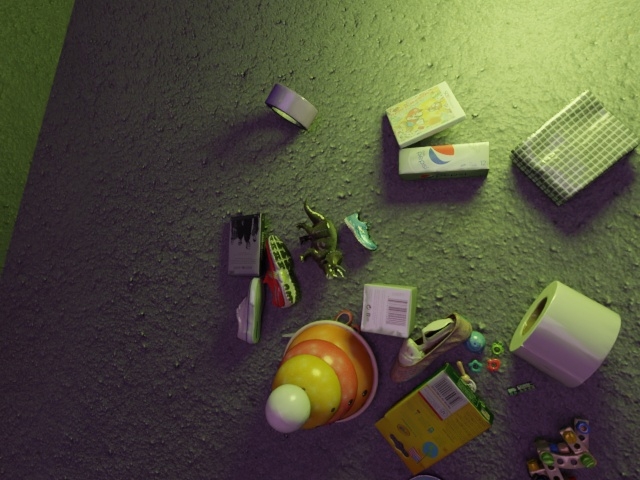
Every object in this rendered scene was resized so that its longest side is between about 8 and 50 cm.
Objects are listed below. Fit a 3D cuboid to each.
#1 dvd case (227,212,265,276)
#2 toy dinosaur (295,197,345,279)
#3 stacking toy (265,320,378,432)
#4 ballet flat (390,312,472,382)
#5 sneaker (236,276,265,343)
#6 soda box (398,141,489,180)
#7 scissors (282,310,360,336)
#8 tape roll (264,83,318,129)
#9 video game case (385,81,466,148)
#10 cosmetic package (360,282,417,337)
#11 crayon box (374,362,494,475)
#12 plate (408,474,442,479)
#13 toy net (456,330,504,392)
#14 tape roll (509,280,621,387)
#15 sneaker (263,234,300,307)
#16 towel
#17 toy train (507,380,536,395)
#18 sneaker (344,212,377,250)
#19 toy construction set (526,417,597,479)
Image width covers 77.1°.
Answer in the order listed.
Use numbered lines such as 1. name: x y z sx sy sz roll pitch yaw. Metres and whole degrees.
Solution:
1. dvd case: -0.290 0.020 1.566 0.179 0.029 0.239 -3 84 37
2. toy dinosaur: 0.000 0.000 1.468 0.160 0.121 0.314 -8 77 6
3. stacking toy: -0.037 0.453 1.215 0.350 0.480 0.351 0 90 20
4. ballet flat: 0.335 0.336 1.299 0.316 0.107 0.106 -38 116 5
5. sneaker: -0.274 0.263 1.523 0.091 0.094 0.258 8 93 17
6. soda box: 0.410 -0.261 1.344 0.286 0.098 0.091 0 84 20
7. scissors: 0.001 0.346 1.464 0.297 0.021 0.109 -24 79 14
8. tape roll: -0.107 -0.495 1.498 0.189 0.189 0.080 34 97 19
9. video game case: 0.351 -0.431 1.371 0.227 0.026 0.206 -22 50 16
10. cosmetic package: 0.228 0.221 1.312 0.151 0.183 0.151 4 86 19
11. crayon box: 0.349 0.565 1.269 0.318 0.081 0.202 -47 73 22
12. plate: 0.351 0.850 1.291 0.188 0.024 0.188 -2 85 19
13. toy net: 0.490 0.414 1.279 0.122 0.045 0.232 20 93 18
14. tape roll: 0.673 0.258 1.123 0.169 0.246 0.246 32 95 18
15. sneaker: -0.172 0.118 1.510 0.118 0.107 0.279 -23 73 30
16. towel: 0.763 -0.281 1.211 0.283 0.121 0.235 -42 74 11
17. toy train: 0.620 0.457 1.241 0.083 0.017 0.024 -25 66 15
18. sneaker: 0.153 -0.033 1.429 0.073 0.063 0.162 -38 74 9
19. toy construction set: 0.717 0.690 1.124 0.215 0.151 0.328 -25 66 15
